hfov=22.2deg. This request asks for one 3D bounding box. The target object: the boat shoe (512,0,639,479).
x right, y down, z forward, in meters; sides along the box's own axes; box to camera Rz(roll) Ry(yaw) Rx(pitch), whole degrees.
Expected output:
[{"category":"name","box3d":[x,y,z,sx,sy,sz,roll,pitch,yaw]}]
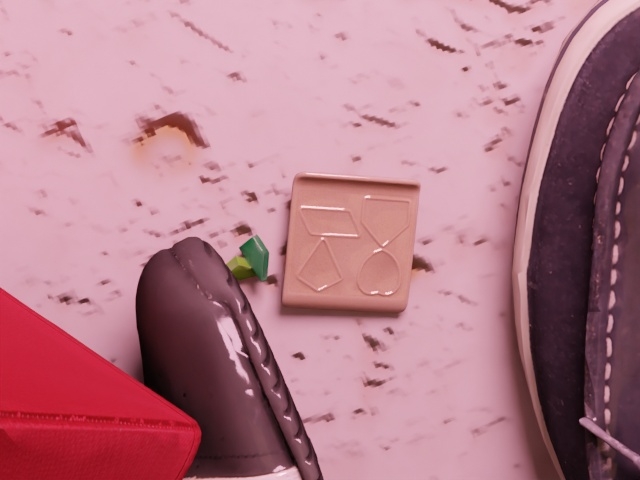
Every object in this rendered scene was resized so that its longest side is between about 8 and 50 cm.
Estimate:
[{"category":"boat shoe","box3d":[0.190,0.132,0.690,0.186,0.156,0.500,-6,98,-6]}]

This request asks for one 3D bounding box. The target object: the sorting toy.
[{"category":"sorting toy","box3d":[0.000,0.000,0.709,0.083,0.012,0.062,4,103,-13]}]

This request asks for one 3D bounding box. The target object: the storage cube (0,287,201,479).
[{"category":"storage cube","box3d":[-0.194,0.093,0.565,0.215,0.193,0.184,30,94,22]}]

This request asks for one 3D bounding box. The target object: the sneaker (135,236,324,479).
[{"category":"sneaker","box3d":[-0.061,0.167,0.669,0.146,0.122,0.331,-11,100,-9]}]
